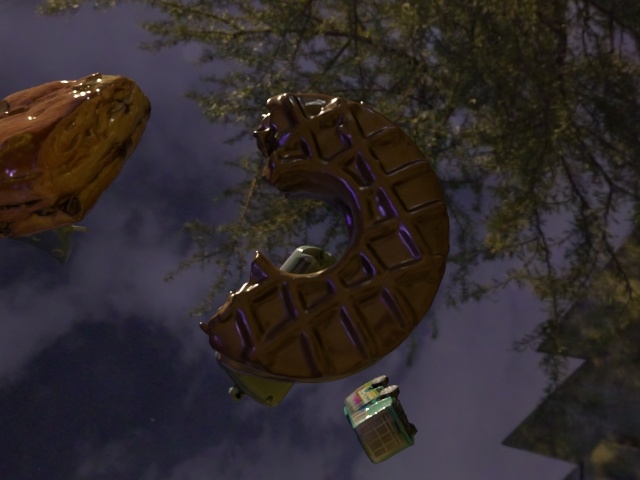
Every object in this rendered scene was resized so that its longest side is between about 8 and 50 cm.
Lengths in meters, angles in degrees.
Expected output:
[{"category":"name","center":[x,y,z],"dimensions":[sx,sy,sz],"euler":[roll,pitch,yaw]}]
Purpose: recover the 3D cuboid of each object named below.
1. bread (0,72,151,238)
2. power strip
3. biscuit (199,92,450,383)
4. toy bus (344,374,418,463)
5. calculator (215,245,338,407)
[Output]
[{"category":"bread","center":[-0.326,-0.108,0.640],"dimensions":[0.235,0.210,0.099],"euler":[-82,-22,-43]},{"category":"power strip","center":[-0.492,-0.020,0.896],"dimensions":[0.215,0.137,0.044],"euler":[8,-134,-15]},{"category":"biscuit","center":[0.019,-0.006,0.674],"dimensions":[0.115,0.268,0.367],"euler":[85,-165,-75]},{"category":"toy bus","center":[0.103,0.312,0.985],"dimensions":[0.109,0.262,0.091],"euler":[-29,-96,-4]},{"category":"calculator","center":[-0.046,0.122,0.774],"dimensions":[0.246,0.045,0.141],"euler":[-53,-49,-20]}]
